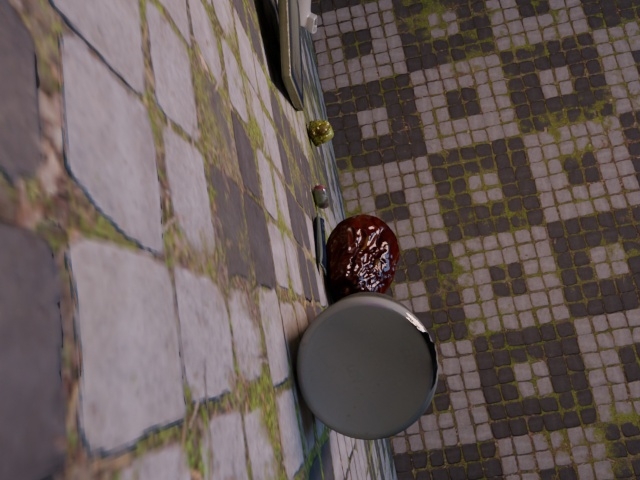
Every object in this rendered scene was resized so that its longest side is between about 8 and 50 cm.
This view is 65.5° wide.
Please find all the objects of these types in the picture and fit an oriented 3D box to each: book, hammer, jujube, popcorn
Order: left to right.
[{"bbox_3d":[-0.052,-0.372,0.902,0.322,0.018,0.228,-66,154,-85],"label":"book"},{"bbox_3d":[-0.003,-0.270,1.259,0.083,0.068,0.059,-26,-136,59],"label":"popcorn"},{"bbox_3d":[-0.002,-0.103,1.088,0.083,0.031,0.052,-114,-168,-65],"label":"hammer"},{"bbox_3d":[0.077,0.046,1.011,0.236,0.168,0.168,-62,144,-55],"label":"jujube"}]

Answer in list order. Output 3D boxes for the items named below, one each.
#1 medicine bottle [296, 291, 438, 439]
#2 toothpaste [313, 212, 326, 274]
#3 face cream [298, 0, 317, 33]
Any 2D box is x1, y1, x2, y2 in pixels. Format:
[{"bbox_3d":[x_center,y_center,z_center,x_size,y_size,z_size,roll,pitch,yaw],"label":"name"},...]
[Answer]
[{"bbox_3d":[0.059,0.133,0.604,0.258,0.144,0.143,30,49,-81],"label":"medicine bottle"},{"bbox_3d":[0.000,0.000,0.919,0.037,0.021,0.139,62,18,-47],"label":"toothpaste"},{"bbox_3d":[-0.049,-0.610,1.001,0.145,0.146,0.369,-96,-172,-45],"label":"face cream"}]
